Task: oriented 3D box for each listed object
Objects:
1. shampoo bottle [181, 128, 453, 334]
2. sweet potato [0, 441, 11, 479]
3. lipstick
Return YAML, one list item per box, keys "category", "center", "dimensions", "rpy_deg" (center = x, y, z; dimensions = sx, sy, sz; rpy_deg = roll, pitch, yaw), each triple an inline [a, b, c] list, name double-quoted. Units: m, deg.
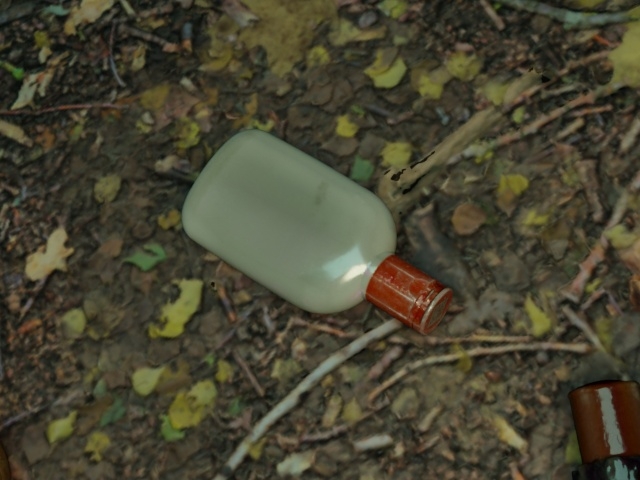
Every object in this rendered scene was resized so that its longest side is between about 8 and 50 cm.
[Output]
- category: "shampoo bottle"
  center: [0.000, 0.000, 0.888]
  dimensions: [0.221, 0.051, 0.108]
  rpy_deg: [31, 78, 24]
- category: "sweet potato"
  center: [-0.265, 0.219, 0.871]
  dimensions: [0.068, 0.068, 0.226]
  rpy_deg: [-14, 68, 10]
- category: "lipstick"
  center: [0.207, 0.233, 0.727]
  dimensions: [0.081, 0.081, 0.300]
  rpy_deg: [-10, 70, 11]
